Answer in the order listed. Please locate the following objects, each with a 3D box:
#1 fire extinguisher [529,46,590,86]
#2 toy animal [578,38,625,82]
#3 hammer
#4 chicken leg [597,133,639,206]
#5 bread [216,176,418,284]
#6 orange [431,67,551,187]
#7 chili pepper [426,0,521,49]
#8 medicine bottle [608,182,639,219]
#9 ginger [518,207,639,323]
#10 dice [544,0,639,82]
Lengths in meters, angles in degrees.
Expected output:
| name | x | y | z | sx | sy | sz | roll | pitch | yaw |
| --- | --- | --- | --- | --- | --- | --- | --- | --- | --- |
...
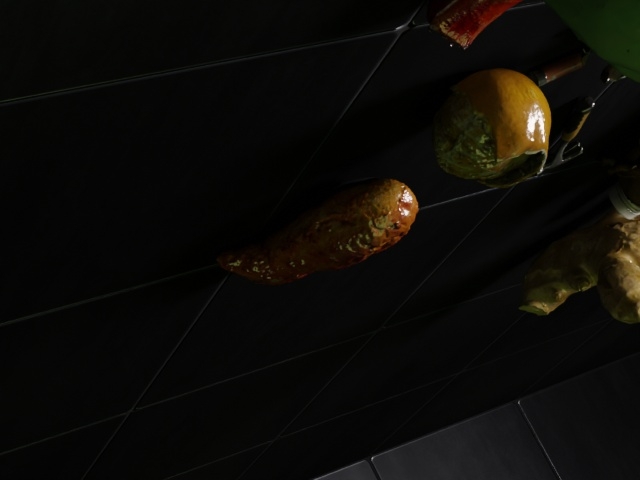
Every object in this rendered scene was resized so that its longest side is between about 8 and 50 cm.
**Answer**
| name | x | y | z | sx | sy | sz | roll | pitch | yaw |
| --- | --- | --- | --- | --- | --- | --- | --- | --- | --- |
| fire extinguisher | 0.301 | -0.217 | 1.806 | 0.083 | 0.022 | 0.028 | -24 | 131 | -12 |
| toy animal | 0.429 | -0.275 | 1.734 | 0.255 | 0.090 | 0.170 | -32 | 165 | 21 |
| hammer | 0.355 | -0.151 | 2.060 | 0.078 | 0.021 | 0.201 | -23 | 162 | -15 |
| chicken leg | 0.606 | -0.154 | 2.185 | 0.211 | 0.140 | 0.361 | 15 | 142 | -37 |
| bread | 0.006 | 0.000 | 1.862 | 0.268 | 0.095 | 0.139 | -29 | 155 | 17 |
| orange | 0.206 | -0.130 | 1.736 | 0.156 | 0.134 | 0.157 | -31 | 153 | -18 |
| chili pepper | 0.166 | -0.250 | 1.454 | 0.123 | 0.073 | 0.070 | -36 | -158 | 30 |
| medicine bottle | 0.546 | -0.097 | 2.384 | 0.140 | 0.079 | 0.079 | -39 | 159 | 31 |
| ginger | 0.512 | -0.003 | 2.494 | 0.348 | 0.122 | 0.363 | 2 | -127 | 55 |
| dice | 0.289 | -0.317 | 1.037 | 0.322 | 0.330 | 0.318 | -37 | 155 | 29 |
